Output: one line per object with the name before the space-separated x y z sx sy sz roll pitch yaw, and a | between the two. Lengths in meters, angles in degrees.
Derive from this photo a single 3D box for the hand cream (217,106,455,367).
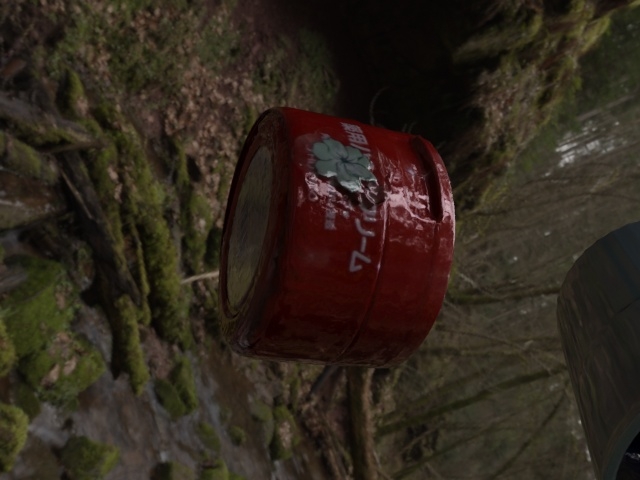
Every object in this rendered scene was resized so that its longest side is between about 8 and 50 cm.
hand cream | 0.000 0.000 0.561 0.230 0.149 0.230 -172 -90 -72

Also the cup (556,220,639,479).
cup | 0.407 0.122 0.602 0.257 0.331 0.311 62 19 -15
